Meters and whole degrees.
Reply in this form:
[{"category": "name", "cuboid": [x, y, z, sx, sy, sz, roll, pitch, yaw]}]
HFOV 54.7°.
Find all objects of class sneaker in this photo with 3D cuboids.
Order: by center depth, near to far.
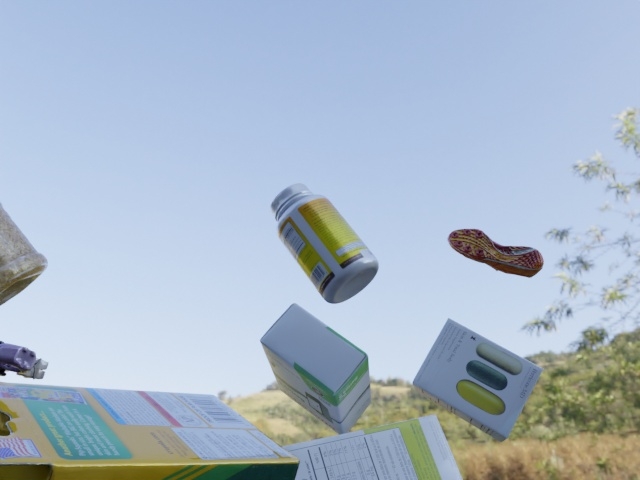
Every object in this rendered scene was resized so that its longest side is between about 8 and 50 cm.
[{"category": "sneaker", "cuboid": [0.314, 0.030, 1.129, 0.175, 0.064, 0.067, 22, -27, 12]}]

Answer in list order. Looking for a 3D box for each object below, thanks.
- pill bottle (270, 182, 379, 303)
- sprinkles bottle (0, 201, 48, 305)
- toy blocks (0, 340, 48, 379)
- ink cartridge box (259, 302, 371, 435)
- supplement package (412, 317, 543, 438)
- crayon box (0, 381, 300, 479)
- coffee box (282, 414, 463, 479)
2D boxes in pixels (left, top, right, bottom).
[{"category": "pill bottle", "cuboid": [0.000, 0.000, 1.109, 0.117, 0.215, 0.117, -31, -24, -15]}, {"category": "sprinkles bottle", "cuboid": [-0.464, -0.079, 0.693, 0.121, 0.355, 0.121, -36, 4, 3]}, {"category": "toy blocks", "cuboid": [-0.535, 0.387, 1.239, 0.260, 0.309, 0.288, -8, -35, 29]}, {"category": "ink cartridge box", "cuboid": [-0.002, 0.302, 1.404, 0.211, 0.121, 0.289, 31, -25, 25]}, {"category": "supplement package", "cuboid": [0.407, 0.369, 1.626, 0.262, 0.199, 0.198, 28, -12, 20]}, {"category": "crayon box", "cuboid": [-0.211, 0.226, 0.650, 0.323, 0.083, 0.203, 17, -1, -40]}, {"category": "coffee box", "cuboid": [0.066, 0.559, 1.119, 0.334, 0.338, 0.338, -5, -34, -24]}]
